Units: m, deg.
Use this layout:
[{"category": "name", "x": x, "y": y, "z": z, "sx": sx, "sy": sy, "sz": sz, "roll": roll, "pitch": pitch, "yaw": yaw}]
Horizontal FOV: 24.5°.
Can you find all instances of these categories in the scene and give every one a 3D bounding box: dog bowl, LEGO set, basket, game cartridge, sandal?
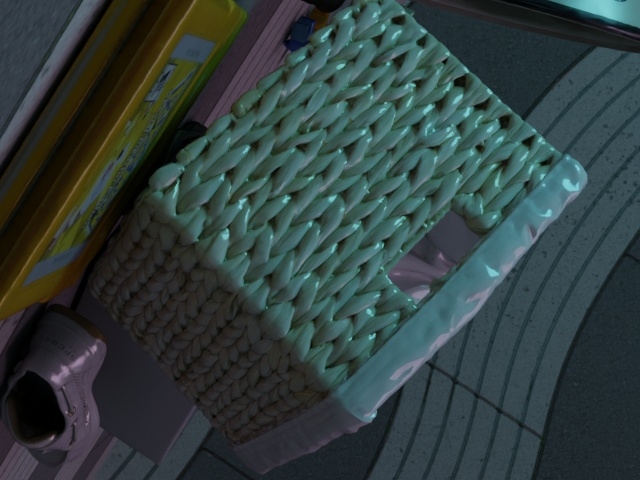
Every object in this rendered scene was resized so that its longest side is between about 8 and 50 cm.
[{"category": "dog bowl", "x": 0.208, "y": -0.323, "z": 1.625, "sx": 0.408, "sy": 0.408, "sz": 0.150, "roll": -48, "pitch": 152, "yaw": -83}, {"category": "LEGO set", "x": 0.003, "y": -0.252, "z": 1.972, "sx": 0.227, "sy": 0.087, "sz": 0.093, "roll": -54, "pitch": 162, "yaw": -66}, {"category": "basket", "x": 0.000, "y": 0.000, "z": 1.349, "sx": 0.328, "sy": 0.266, "sz": 0.331, "roll": -44, "pitch": 180, "yaw": -24}, {"category": "game cartridge", "x": -0.158, "y": -0.074, "z": 1.111, "sx": 0.285, "sy": 0.052, "sz": 0.323, "roll": -57, "pitch": 178, "yaw": 6}, {"category": "sandal", "x": -0.146, "y": -0.069, "z": 1.527, "sx": 0.090, "sy": 0.060, "sz": 0.219, "roll": -57, "pitch": 178, "yaw": 15}]

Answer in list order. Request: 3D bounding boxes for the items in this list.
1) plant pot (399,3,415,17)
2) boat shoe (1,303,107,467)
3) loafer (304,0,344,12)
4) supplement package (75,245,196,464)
[{"category": "plant pot", "x": 0.086, "y": -0.356, "z": 2.470, "sx": 0.109, "sy": 0.096, "sz": 0.109, "roll": -56, "pitch": 179, "yaw": -3}, {"category": "boat shoe", "x": -0.290, "y": 0.173, "z": 1.527, "sx": 0.096, "sy": 0.098, "sz": 0.277, "roll": -55, "pitch": 169, "yaw": -36}, {"category": "loafer", "x": 0.025, "y": -0.290, "z": 1.381, "sx": 0.109, "sy": 0.095, "sz": 0.302, "roll": -44, "pitch": -175, "yaw": 35}, {"category": "supplement package", "x": -0.180, "y": 0.093, "z": 1.701, "sx": 0.177, "sy": 0.175, "sz": 0.293, "roll": -57, "pitch": 180, "yaw": -40}]
